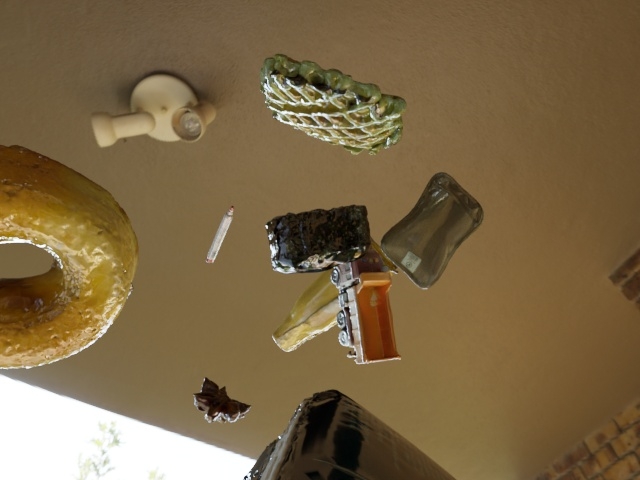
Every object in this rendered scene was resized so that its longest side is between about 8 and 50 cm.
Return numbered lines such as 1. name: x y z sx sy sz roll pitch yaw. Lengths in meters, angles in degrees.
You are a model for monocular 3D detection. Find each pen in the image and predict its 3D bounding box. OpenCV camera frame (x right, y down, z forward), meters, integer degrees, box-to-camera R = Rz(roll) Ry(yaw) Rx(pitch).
1. pen: -0.271 -0.016 1.305 0.026 0.026 0.218 21 -50 -12

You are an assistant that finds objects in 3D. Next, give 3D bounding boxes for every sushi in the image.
1. sushi: 0.000 0.000 0.996 0.224 0.124 0.127 -10 -96 -28

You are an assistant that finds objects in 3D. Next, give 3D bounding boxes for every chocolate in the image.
1. chocolate: 0.033 0.181 1.463 0.162 0.162 0.445 38 -73 -20

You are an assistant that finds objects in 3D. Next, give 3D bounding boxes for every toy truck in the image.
1. toy truck: 0.107 0.160 1.173 0.114 0.271 0.135 2 -17 -31

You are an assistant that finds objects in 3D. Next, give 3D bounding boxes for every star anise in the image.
1. star anise: -0.334 0.555 1.615 0.212 0.196 0.111 38 -104 -12

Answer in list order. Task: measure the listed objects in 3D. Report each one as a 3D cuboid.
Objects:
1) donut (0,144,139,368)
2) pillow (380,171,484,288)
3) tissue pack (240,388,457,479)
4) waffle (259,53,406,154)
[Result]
1. donut: -0.542 0.044 0.905 0.377 0.163 0.436 -11 -63 -18
2. pillow: 0.207 -0.021 0.865 0.130 0.217 0.033 43 -23 -4
3. tissue pack: 0.011 0.282 0.260 0.264 0.416 0.253 37 -87 5
4. waffle: 0.013 -0.182 0.669 0.214 0.208 0.054 22 -94 1
